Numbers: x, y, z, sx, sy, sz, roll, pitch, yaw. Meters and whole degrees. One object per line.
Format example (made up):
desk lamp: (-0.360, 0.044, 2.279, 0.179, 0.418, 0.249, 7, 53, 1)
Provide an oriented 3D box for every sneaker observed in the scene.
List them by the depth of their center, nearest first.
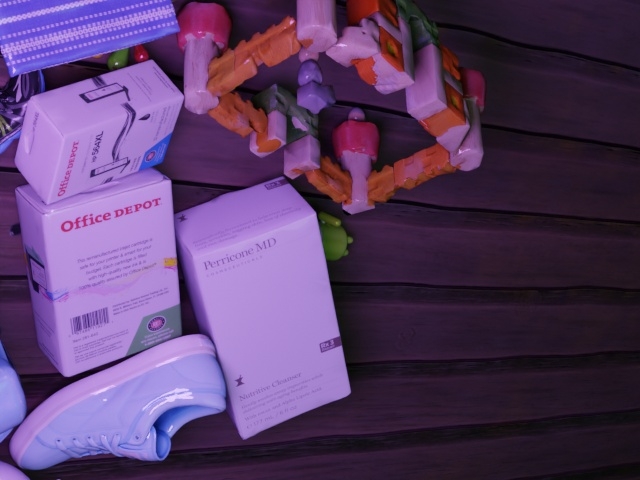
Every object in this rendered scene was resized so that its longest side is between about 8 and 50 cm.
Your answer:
sneaker: (-0.444, -0.168, 1.513, 0.188, 0.067, 0.078, -50, 139, -2)
sneaker: (-0.312, 0.287, 1.727, 0.366, 0.150, 0.135, -30, 150, 7)

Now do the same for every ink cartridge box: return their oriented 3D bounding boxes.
ink cartridge box: (-0.308, -0.151, 1.559, 0.203, 0.086, 0.148, -27, 157, -37)
ink cartridge box: (-0.328, 0.035, 1.676, 0.201, 0.117, 0.278, -19, 123, -30)

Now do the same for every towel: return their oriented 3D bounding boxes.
towel: (-0.329, -0.401, 1.426, 0.243, 0.040, 0.335, -20, 103, -25)

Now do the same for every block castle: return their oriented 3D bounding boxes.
block castle: (0.029, -0.249, 1.693, 0.453, 0.303, 0.212, 32, 46, -42)

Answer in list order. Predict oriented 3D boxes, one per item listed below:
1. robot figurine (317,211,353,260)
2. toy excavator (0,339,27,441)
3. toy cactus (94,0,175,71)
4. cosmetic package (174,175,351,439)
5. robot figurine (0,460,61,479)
robot figurine: (0.000, 0.000, 1.950, 0.115, 0.067, 0.101, 8, 110, -40)
toy excavator: (-0.471, 0.158, 1.402, 0.222, 0.445, 0.432, -27, 127, -26)
toy cactus: (-0.256, -0.346, 1.559, 0.181, 0.112, 0.218, -23, 117, -39)
cosmetic package: (-0.097, 0.111, 1.851, 0.217, 0.156, 0.385, -22, 126, -13)
robot figurine: (-0.539, 0.440, 1.606, 0.354, 0.300, 0.199, -27, 111, 12)
